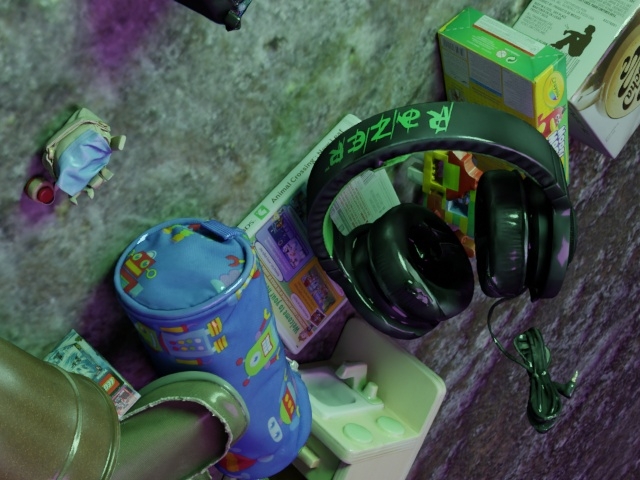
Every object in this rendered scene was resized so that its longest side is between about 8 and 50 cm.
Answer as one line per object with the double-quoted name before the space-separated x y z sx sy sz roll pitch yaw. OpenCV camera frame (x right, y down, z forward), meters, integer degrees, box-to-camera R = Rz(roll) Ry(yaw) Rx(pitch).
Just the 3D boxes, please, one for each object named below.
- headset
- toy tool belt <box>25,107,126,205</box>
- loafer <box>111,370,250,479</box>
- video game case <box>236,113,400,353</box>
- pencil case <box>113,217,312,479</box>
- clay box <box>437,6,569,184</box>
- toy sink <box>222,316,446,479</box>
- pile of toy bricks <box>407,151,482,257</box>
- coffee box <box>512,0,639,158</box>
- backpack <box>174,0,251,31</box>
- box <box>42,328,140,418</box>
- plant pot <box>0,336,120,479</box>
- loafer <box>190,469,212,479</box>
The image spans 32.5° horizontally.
"headset" 0.144 0.034 1.064 0.243 0.185 0.394 -19 139 22
"toy tool belt" -0.185 -0.055 0.831 0.083 0.051 0.052 -53 146 0
"loafer" -0.169 0.199 0.944 0.251 0.087 0.094 -32 107 20
"video game case" 0.000 0.000 1.124 0.193 0.023 0.212 -46 146 -11
"pencil case" -0.087 0.104 1.026 0.133 0.119 0.306 -50 147 -25
"clay box" 0.196 -0.125 1.151 0.053 0.127 0.222 -42 145 -18
"toy sink" 0.008 0.221 1.215 0.131 0.153 0.234 -2 122 -49
"pile of toy bricks" 0.161 -0.028 1.194 0.118 0.105 0.212 -42 143 -40
"coffee box" 0.343 -0.263 1.210 0.297 0.119 0.168 -54 145 2
"backpack" -0.072 -0.224 0.769 0.114 0.105 0.084 -52 147 -11
"box" -0.228 0.152 0.924 0.137 0.094 0.027 -46 138 -9
"plant pot" -0.265 0.138 0.823 0.167 0.167 0.165 -47 138 -9
"loafer" -0.210 0.334 1.075 0.134 0.130 0.366 -3 122 -48
